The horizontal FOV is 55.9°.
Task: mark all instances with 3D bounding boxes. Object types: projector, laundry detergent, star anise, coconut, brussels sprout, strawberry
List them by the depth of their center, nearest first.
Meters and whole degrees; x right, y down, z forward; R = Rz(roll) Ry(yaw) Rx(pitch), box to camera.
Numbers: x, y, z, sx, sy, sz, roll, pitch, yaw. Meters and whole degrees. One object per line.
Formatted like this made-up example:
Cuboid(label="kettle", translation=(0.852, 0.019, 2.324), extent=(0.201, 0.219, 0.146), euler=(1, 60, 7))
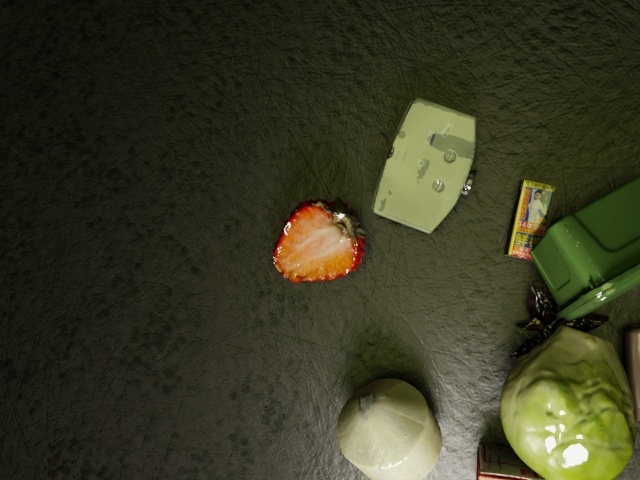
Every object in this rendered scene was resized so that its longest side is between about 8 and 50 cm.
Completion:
Cuboid(label="brussels sprout", translation=(0.483, 0.329, 1.155), extent=(0.242, 0.273, 0.317), euler=(1, 99, 53))
Cuboid(label="laundry detergent", translation=(0.711, 0.287, 1.213), extent=(0.171, 0.076, 0.237), euler=(-6, 88, 12))
Cuboid(label="coconut", translation=(0.141, 0.395, 1.256), extent=(0.202, 0.202, 0.222), euler=(-28, 127, 10))
Cuboid(label="star anise", translation=(0.492, 0.162, 1.275), extent=(0.212, 0.053, 0.157), euler=(-12, 90, 12))
Cuboid(label="projector", translation=(0.241, -0.157, 1.320), extent=(0.193, 0.088, 0.270), euler=(22, 94, 11))
Cuboid(label="strawberry", translation=(0.000, 0.000, 1.371), extent=(0.236, 0.111, 0.190), euler=(-33, 93, 33))

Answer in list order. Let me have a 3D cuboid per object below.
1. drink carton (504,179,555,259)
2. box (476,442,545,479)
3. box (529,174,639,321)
Cuboid(label="drink carton", translation=(0.447, -0.042, 1.291), extent=(0.071, 0.056, 0.166), euler=(12, 91, 4))
Cuboid(label="box", translation=(0.384, 0.492, 1.227), extent=(0.133, 0.182, 0.099), euler=(3, 90, 15))
Cuboid(label="box", translation=(0.573, -0.003, 1.146), extent=(0.328, 0.253, 0.178), euler=(-30, 73, -5))
